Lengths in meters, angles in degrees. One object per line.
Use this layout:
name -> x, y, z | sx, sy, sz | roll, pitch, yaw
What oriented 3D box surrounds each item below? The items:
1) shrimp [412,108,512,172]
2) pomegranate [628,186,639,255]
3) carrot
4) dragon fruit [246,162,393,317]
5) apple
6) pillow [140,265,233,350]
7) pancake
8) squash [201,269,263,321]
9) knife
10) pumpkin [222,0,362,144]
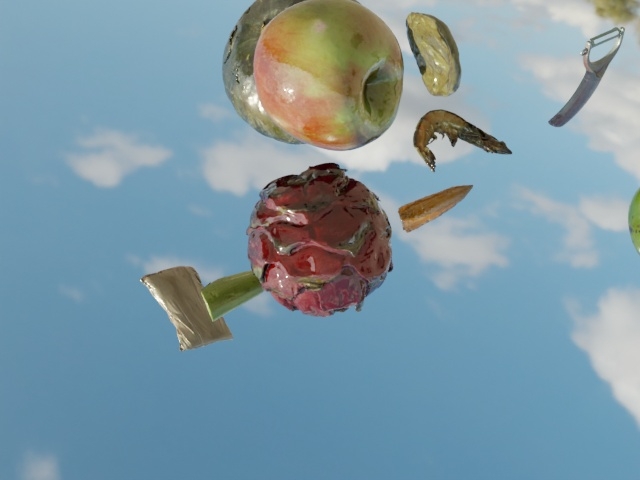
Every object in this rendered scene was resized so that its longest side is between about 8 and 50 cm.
shrimp -> 0.274, -0.182, 1.715 | 0.195, 0.035, 0.148 | 28, -123, 10
pomegranate -> 0.620, -0.035, 1.437 | 0.224, 0.181, 0.181 | 1, -150, -43
carrot -> 0.290, -0.093, 2.158 | 0.072, 0.205, 0.072 | 52, -160, -28
dragon fruit -> -0.003, 0.000, 1.788 | 0.329, 0.329, 0.329 | 15, -155, -8
apple -> 0.011, -0.351, 1.825 | 0.277, 0.319, 0.319 | 19, -159, 33
pillow -> -0.378, 0.194, 2.459 | 0.173, 0.067, 0.270 | -21, -105, -39
pancake -> 0.282, -0.470, 2.144 | 0.050, 0.241, 0.242 | -27, -138, -14
squash -> -0.185, 0.113, 2.030 | 0.200, 0.090, 0.075 | -23, -171, -22
knife -> 0.552, -0.326, 1.840 | 0.123, 0.278, 0.053 | -21, -117, -24
pumpkin -> -0.051, -0.477, 2.311 | 0.454, 0.454, 0.344 | 40, 176, 37
